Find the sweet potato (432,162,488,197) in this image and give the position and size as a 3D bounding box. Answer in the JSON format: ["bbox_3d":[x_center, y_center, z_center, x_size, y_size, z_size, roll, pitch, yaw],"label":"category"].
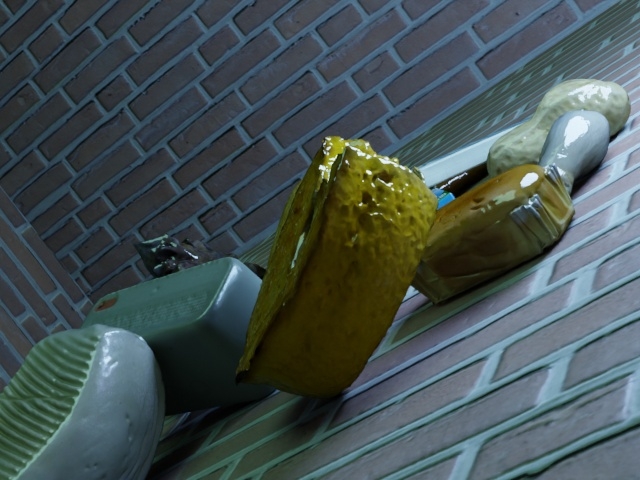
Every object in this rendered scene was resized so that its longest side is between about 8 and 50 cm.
[{"bbox_3d":[0.255,-0.105,2.179,0.264,0.057,0.057,-36,7,-8],"label":"sweet potato"}]

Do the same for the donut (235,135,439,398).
[{"bbox_3d":[0.021,0.043,1.500,0.435,0.163,0.378,-94,29,-75],"label":"donut"}]

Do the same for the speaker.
[{"bbox_3d":[-0.239,0.171,1.851,0.406,0.184,0.183,-17,37,39],"label":"speaker"}]

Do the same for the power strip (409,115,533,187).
[{"bbox_3d":[0.303,-0.169,2.056,0.367,0.043,0.106,-24,4,-19],"label":"power strip"}]

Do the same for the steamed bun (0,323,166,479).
[{"bbox_3d":[-0.388,0.335,1.691,0.247,0.236,0.384,-11,44,46],"label":"steamed bun"}]

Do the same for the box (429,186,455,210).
[{"bbox_3d":[0.181,-0.025,1.929,0.139,0.073,0.194,-37,7,0],"label":"box"}]

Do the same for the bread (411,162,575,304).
[{"bbox_3d":[0.226,-0.012,1.492,0.241,0.107,0.136,-32,11,39],"label":"bread"}]

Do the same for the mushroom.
[{"bbox_3d":[0.365,-0.114,1.592,0.116,0.093,0.225,-55,2,42],"label":"mushroom"}]

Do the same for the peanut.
[{"bbox_3d":[0.381,-0.177,1.754,0.256,0.124,0.123,-33,7,11],"label":"peanut"}]

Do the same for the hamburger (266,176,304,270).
[{"bbox_3d":[0.000,0.000,2.019,0.314,0.170,0.290,142,152,-75],"label":"hamburger"}]

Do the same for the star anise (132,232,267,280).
[{"bbox_3d":[-0.226,0.071,2.068,0.108,0.315,0.315,-64,0,15],"label":"star anise"}]
